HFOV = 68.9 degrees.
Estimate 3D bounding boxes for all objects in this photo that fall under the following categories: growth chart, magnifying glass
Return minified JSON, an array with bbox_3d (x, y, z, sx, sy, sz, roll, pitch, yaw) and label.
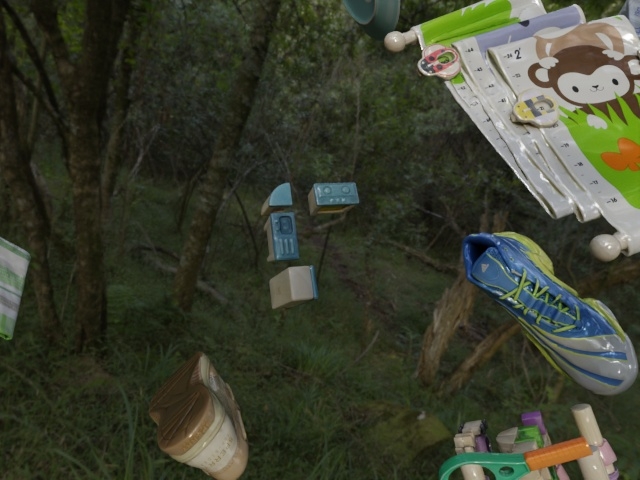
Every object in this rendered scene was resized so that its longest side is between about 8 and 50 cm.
[{"bbox_3d":[0.179,-0.098,0.321,0.172,0.021,0.237,-29,67,-11],"label":"growth chart"},{"bbox_3d":[0.293,0.348,0.716,0.092,0.231,0.026,59,16,-17],"label":"magnifying glass"}]

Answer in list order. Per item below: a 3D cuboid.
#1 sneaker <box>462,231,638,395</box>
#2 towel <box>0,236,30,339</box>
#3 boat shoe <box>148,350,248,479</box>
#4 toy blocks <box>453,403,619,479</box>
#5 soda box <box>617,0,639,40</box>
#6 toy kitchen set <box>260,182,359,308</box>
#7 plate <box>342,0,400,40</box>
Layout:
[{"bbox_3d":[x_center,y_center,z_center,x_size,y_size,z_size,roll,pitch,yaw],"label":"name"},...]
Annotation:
[{"bbox_3d":[0.240,0.073,0.543,0.126,0.091,0.240,13,30,-27],"label":"sneaker"},{"bbox_3d":[-0.491,0.061,0.700,0.113,0.023,0.151,58,16,-55],"label":"towel"},{"bbox_3d":[-0.194,0.278,0.752,0.110,0.121,0.341,48,-11,-14],"label":"boat shoe"},{"bbox_3d":[0.460,0.529,0.969,0.309,0.259,0.289,-21,-7,26],"label":"toy blocks"},{"bbox_3d":[0.607,-0.347,0.942,0.091,0.097,0.286,6,-16,12],"label":"soda box"},{"bbox_3d":[0.000,0.000,0.791,0.166,0.206,0.122,-4,-12,-21],"label":"toy kitchen set"},{"bbox_3d":[0.057,-0.388,0.691,0.024,0.188,0.188,-26,34,-10],"label":"plate"}]
